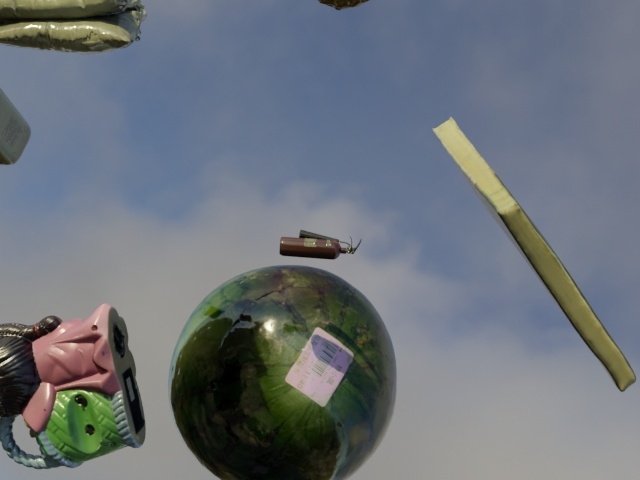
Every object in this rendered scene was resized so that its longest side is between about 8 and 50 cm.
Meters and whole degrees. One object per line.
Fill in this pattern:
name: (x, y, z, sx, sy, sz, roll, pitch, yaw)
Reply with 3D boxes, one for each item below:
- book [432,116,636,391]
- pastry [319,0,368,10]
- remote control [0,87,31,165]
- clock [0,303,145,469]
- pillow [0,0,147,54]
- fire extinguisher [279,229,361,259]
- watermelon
book: (0.188, 0.002, 1.182, 0.201, 0.026, 0.289, 52, 7, -17)
pastry: (0.030, -0.294, 1.385, 0.097, 0.057, 0.109, -35, -53, 25)
remote control: (-0.529, -0.205, 2.082, 0.038, 0.090, 0.309, 20, -15, 12)
clock: (-0.328, 0.186, 1.615, 0.100, 0.196, 0.193, -50, 130, -82)
pillow: (-0.294, -0.252, 1.482, 0.134, 0.182, 0.077, -83, 172, -75)
fire extinguisher: (0.000, 0.006, 1.636, 0.100, 0.032, 0.046, 4, 8, -1)
watermelon: (-0.054, 0.203, 1.868, 0.363, 0.363, 0.363, 34, -28, 21)
